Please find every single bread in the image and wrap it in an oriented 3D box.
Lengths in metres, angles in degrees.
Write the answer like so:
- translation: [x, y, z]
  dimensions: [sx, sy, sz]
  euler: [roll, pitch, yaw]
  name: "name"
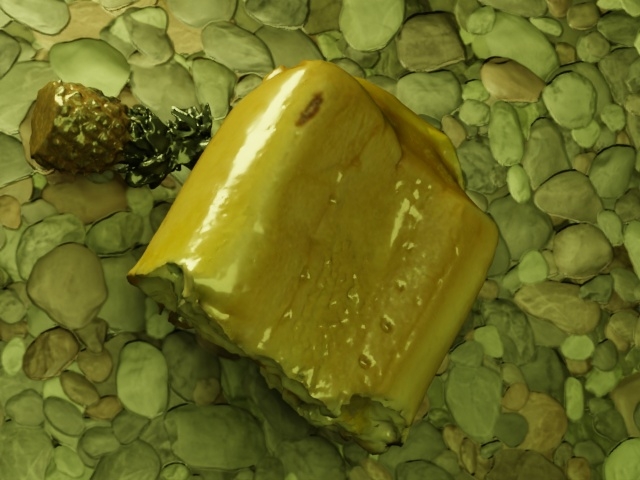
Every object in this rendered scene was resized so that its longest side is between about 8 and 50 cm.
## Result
- translation: [0.000, 0.000, 1.708]
  dimensions: [0.361, 0.250, 0.394]
  euler: [37, 66, -24]
  name: "bread"

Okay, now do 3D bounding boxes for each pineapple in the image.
- translation: [-0.213, -0.119, 1.748]
  dimensions: [0.237, 0.111, 0.119]
  euler: [11, 106, -23]
  name: "pineapple"
